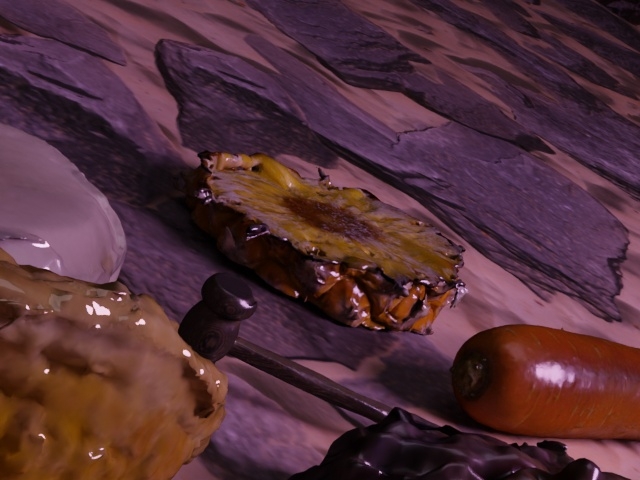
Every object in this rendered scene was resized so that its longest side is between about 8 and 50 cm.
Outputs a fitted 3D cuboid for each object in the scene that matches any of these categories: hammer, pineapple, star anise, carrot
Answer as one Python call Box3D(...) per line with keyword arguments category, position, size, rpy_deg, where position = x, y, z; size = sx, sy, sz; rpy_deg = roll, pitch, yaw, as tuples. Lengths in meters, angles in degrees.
Box3D(category="hammer", position=(0.056, 0.101, 0.854), size=(0.292, 0.058, 0.029), rpy_deg=(26, 22, -18))
Box3D(category="pineapple", position=(0.000, 0.000, 1.058), size=(0.221, 0.047, 0.221), rpy_deg=(22, 16, -7))
Box3D(category="star anise", position=(0.097, 0.141, 0.703), size=(0.223, 0.109, 0.236), rpy_deg=(35, 17, 11))
Box3D(category="carrot", position=(0.162, 0.090, 0.994), size=(0.225, 0.067, 0.067), rpy_deg=(12, 23, -44))

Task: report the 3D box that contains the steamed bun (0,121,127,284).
Box3D(category="steamed bun", position=(-0.175, 0.007, 0.682), size=(0.183, 0.106, 0.183), rpy_deg=(21, 16, -7))

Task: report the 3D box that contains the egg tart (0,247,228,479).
Box3D(category="egg tart", position=(-0.150, 0.059, 0.505), size=(0.252, 0.098, 0.232), rpy_deg=(13, -19, -25))
